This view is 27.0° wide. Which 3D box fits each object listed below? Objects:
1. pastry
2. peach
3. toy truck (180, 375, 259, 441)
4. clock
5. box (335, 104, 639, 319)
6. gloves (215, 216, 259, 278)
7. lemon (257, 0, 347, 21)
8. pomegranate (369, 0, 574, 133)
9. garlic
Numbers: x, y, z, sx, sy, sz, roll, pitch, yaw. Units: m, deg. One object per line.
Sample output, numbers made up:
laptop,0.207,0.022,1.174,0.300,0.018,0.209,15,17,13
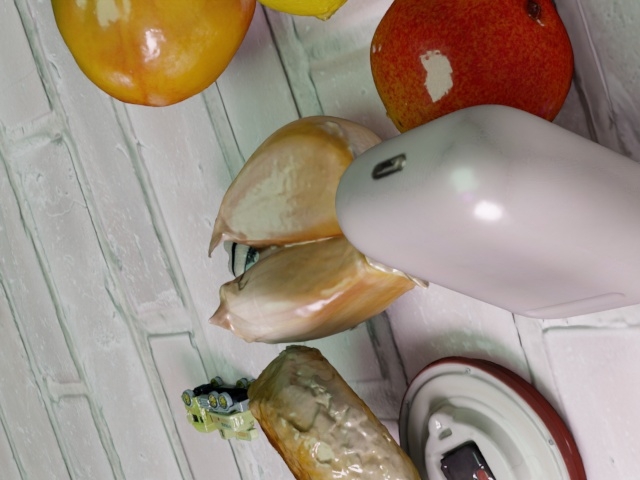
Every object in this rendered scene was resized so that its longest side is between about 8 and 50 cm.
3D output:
pastry,0.020,0.277,1.789,0.329,0.136,0.329,50,173,8
peach,-0.224,-0.326,1.845,0.289,0.289,0.308,37,162,35
toy truck,-0.158,0.289,2.239,0.169,0.077,0.100,-5,102,52
clock,0.217,0.305,1.763,0.318,0.080,0.318,29,130,41
box,0.210,-0.022,1.403,0.288,0.349,0.141,-20,55,54
gloves,-0.090,0.015,1.968,0.218,0.131,0.140,24,124,33
lemon,-0.026,-0.367,1.643,0.178,0.178,0.203,-10,101,54
pomegranate,0.157,-0.189,1.476,0.221,0.221,0.257,61,150,10
garlic,0.000,0.000,1.759,0.313,0.249,0.286,-23,114,40
